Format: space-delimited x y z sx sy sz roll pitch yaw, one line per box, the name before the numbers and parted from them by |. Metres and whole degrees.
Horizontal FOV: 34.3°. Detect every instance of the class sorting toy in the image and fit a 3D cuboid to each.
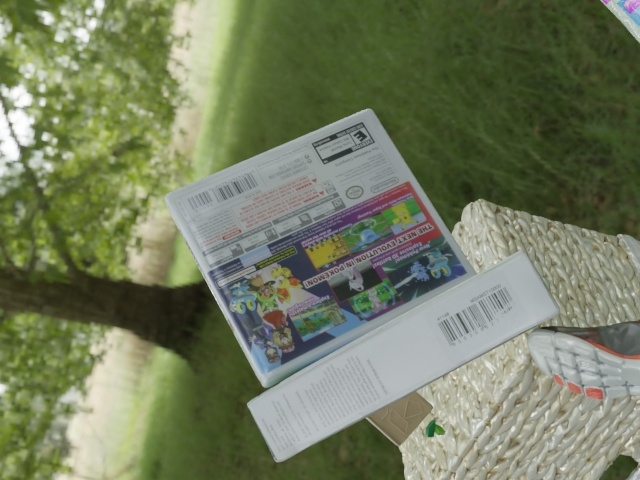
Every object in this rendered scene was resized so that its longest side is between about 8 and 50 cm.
sorting toy | 0.091 0.189 1.106 0.062 0.083 0.012 -44 -14 -23

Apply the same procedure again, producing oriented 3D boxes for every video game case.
video game case | 0.000 0.000 0.865 0.183 0.201 0.023 60 162 19

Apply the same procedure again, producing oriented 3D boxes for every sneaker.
sneaker | 0.256 0.096 0.879 0.065 0.158 0.061 -48 -41 -43

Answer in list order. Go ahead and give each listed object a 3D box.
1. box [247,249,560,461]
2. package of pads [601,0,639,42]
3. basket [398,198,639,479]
box | 0.086 0.094 0.886 0.058 0.232 0.322 62 -172 10
package of pads | 0.440 -0.297 1.073 0.101 0.229 0.296 -39 -5 -35
basket | 0.269 0.179 1.322 0.331 0.266 0.328 -98 29 -52
